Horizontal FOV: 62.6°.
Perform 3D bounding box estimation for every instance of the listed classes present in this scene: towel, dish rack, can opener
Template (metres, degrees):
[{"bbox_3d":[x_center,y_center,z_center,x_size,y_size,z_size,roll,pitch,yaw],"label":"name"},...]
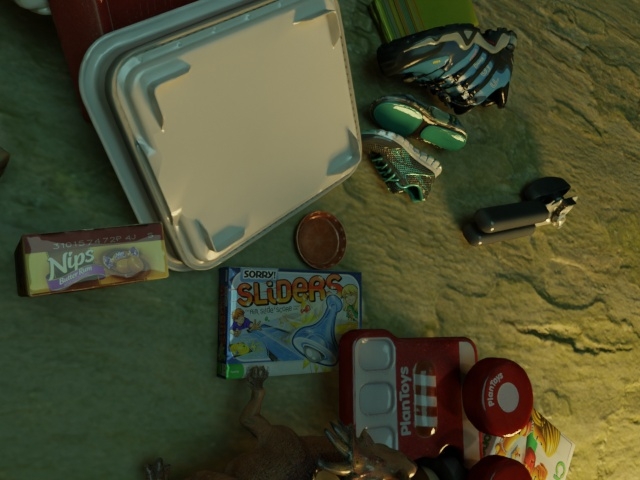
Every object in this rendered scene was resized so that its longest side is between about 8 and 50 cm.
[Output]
[{"bbox_3d":[0.183,-0.386,0.902,0.237,0.021,0.102,-32,106,-31],"label":"towel"},{"bbox_3d":[-0.071,-0.132,0.613,0.332,0.072,0.286,-35,131,-29],"label":"dish rack"},{"bbox_3d":[0.361,-0.050,0.949,0.280,0.074,0.093,-14,57,-34],"label":"can opener"}]

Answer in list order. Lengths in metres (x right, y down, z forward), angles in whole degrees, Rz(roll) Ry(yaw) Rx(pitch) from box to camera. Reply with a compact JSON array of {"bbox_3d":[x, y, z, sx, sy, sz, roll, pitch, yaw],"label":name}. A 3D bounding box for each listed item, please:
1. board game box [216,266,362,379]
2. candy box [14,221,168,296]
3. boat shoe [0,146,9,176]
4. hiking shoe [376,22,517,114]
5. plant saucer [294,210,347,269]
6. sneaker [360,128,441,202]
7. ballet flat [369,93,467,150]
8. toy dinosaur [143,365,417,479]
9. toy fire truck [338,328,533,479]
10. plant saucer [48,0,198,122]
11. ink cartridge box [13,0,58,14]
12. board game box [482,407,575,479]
[{"bbox_3d":[-0.035,0.106,0.694,0.201,0.035,0.136,4,82,-31],"label":"board game box"},{"bbox_3d":[-0.224,0.022,0.498,0.109,0.186,0.053,-7,87,-32],"label":"candy box"},{"bbox_3d":[-0.407,-0.008,0.446,0.092,0.102,0.285,44,60,-14],"label":"boat shoe"},{"bbox_3d":[0.219,-0.269,0.845,0.303,0.113,0.132,-14,104,-33],"label":"hiking shoe"},{"bbox_3d":[0.000,0.000,0.742,0.083,0.013,0.084,5,81,-31],"label":"plant saucer"},{"bbox_3d":[0.114,-0.110,0.800,0.166,0.065,0.076,23,77,-26],"label":"sneaker"},{"bbox_3d":[0.153,-0.197,0.841,0.188,0.070,0.070,17,75,-31],"label":"ballet flat"},{"bbox_3d":[-0.059,0.263,0.545,0.295,0.200,0.127,-35,119,-27],"label":"toy dinosaur"},{"bbox_3d":[0.133,0.272,0.703,0.253,0.169,0.303,5,81,-26],"label":"toy fire truck"},{"bbox_3d":[-0.149,-0.263,0.557,0.258,0.259,0.047,-34,62,-30],"label":"plant saucer"},{"bbox_3d":[-0.215,-0.441,0.450,0.279,0.385,0.160,-33,59,-30],"label":"ink cartridge box"},{"bbox_3d":[0.297,0.421,0.849,0.193,0.053,0.305,40,65,-22],"label":"board game box"}]
